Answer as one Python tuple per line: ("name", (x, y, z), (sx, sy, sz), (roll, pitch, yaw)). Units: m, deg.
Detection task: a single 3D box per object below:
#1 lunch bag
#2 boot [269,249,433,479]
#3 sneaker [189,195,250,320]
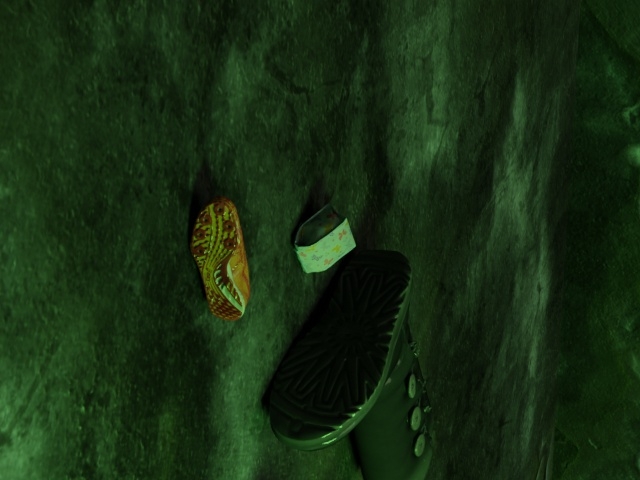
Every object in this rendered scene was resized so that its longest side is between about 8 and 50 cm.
("lunch bag", (0.000, 0.000, 1.624), (0.083, 0.053, 0.071), (-41, 145, -13))
("boot", (0.068, 0.289, 1.832), (0.367, 0.146, 0.445), (-56, 152, -34))
("sneaker", (-0.119, 0.015, 1.393), (0.067, 0.064, 0.175), (-78, 170, -52))
